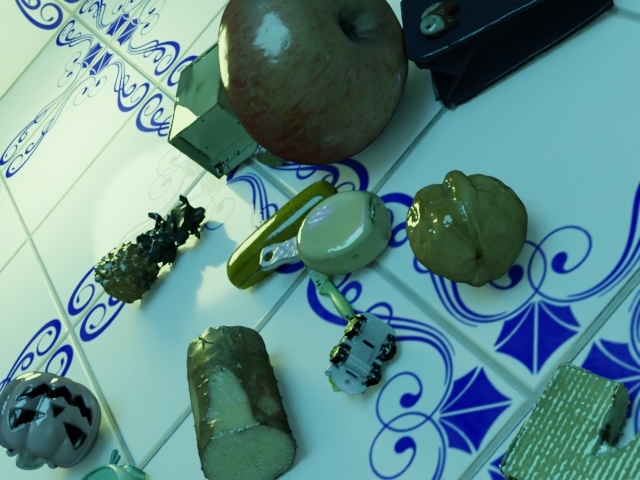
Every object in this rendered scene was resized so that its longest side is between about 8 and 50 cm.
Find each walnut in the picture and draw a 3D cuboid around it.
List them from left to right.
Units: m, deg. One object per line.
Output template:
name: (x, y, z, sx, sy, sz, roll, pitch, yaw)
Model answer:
walnut: (0.187, -0.015, 1.167, 0.166, 0.149, 0.166, -11, 24, 5)

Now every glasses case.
glasses case: (-0.063, -0.009, 1.497, 0.234, 0.064, 0.079, -41, 30, 14)

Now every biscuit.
biscuit: (0.305, 0.216, 0.901, 0.250, 0.046, 0.147, 14, 68, 53)

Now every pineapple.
pineapple: (-0.312, 0.013, 1.722, 0.237, 0.111, 0.119, -45, 65, -3)

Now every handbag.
handbag: (0.282, -0.403, 1.435, 0.329, 0.122, 0.303, -28, 40, 26)

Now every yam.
yam: (-0.118, 0.226, 1.295, 0.238, 0.129, 0.128, -109, 30, -51)

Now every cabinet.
cabinet: (-0.185, -0.257, 1.781, 0.145, 0.150, 0.206, -31, 39, 32)

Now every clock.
clock: (-0.333, 0.414, 1.403, 0.159, 0.066, 0.211, -45, 35, 6)

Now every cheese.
cheese: (0.000, 0.000, 1.400, 0.227, 0.064, 0.137, -18, 46, 27)

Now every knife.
knife: (0.011, 0.075, 1.383, 0.030, 0.014, 0.207, -46, 34, 6)

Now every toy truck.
toy truck: (0.046, 0.155, 1.227, 0.111, 0.076, 0.077, -57, 12, -15)

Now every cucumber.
cucumber: (-0.079, -0.192, 1.682, 0.064, 0.064, 0.112, -6, 54, 45)

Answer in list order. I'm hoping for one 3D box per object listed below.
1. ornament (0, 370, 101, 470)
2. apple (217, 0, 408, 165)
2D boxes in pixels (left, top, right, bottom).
ornament: (-0.466, 0.312, 1.551, 0.177, 0.177, 0.178, -29, 40, 28)
apple: (-0.004, -0.295, 1.480, 0.269, 0.345, 0.345, -19, 45, 34)
